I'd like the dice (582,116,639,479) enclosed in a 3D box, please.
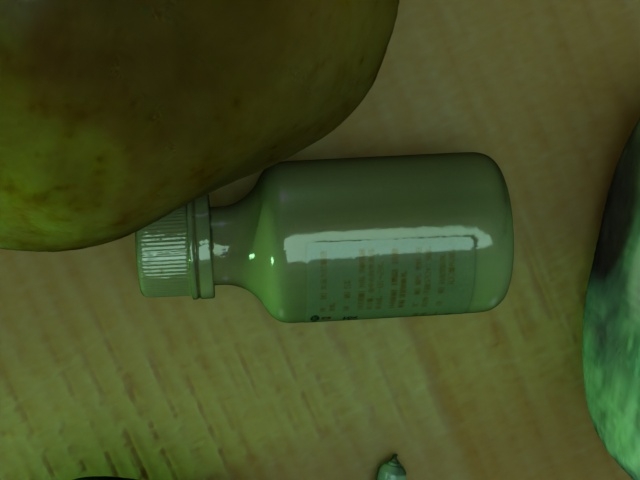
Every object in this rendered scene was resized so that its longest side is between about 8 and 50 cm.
[{"bbox_3d":[0.339,0.041,0.766,0.271,0.270,0.270,10,103,-6],"label":"dice"}]

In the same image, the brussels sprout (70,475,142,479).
[{"bbox_3d":[-0.130,0.295,0.781,0.219,0.210,0.271,18,62,-16],"label":"brussels sprout"}]

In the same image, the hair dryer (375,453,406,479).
[{"bbox_3d":[0.051,0.230,0.894,0.082,0.047,0.137,10,90,-7],"label":"hair dryer"}]

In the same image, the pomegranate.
[{"bbox_3d":[-0.158,-0.187,0.659,0.411,0.411,0.412,-1,98,-5],"label":"pomegranate"}]

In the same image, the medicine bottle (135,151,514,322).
[{"bbox_3d":[0.000,0.000,0.817,0.252,0.114,0.114,-3,98,-5],"label":"medicine bottle"}]
